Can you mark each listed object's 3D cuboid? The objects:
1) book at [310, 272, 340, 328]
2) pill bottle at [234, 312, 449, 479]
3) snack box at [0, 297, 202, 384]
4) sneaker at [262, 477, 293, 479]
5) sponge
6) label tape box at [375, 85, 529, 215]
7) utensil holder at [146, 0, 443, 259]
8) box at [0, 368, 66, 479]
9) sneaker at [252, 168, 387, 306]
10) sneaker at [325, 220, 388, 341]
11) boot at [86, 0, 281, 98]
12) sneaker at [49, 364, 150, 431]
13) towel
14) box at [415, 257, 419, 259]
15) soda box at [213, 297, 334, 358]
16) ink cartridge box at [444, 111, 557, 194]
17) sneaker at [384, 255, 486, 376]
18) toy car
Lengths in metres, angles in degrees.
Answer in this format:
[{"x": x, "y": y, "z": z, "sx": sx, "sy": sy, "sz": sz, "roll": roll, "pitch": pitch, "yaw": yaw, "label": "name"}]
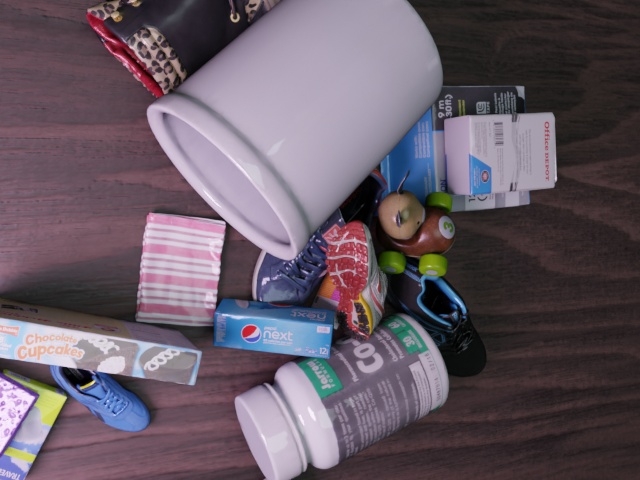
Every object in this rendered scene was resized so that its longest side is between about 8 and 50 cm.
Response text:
[{"x": 0.035, "y": 0.094, "z": 1.246, "sx": 0.035, "sy": 0.096, "sz": 0.144, "roll": 32, "pitch": 81, "yaw": -25, "label": "book"}, {"x": 0.040, "y": 0.292, "z": 1.202, "sx": 0.360, "sy": 0.204, "sz": 0.204, "roll": -22, "pitch": 102, "yaw": -22, "label": "pill bottle"}, {"x": -0.367, "y": 0.157, "z": 1.023, "sx": 0.321, "sy": 0.187, "sz": 0.060, "roll": 15, "pitch": 87, "yaw": -24, "label": "snack box"}, {"x": -0.095, "y": 0.589, "z": 1.232, "sx": 0.161, "sy": 0.102, "sz": 0.282, "roll": 33, "pitch": 81, "yaw": -35, "label": "sneaker"}, {"x": -0.559, "y": 0.239, "z": 0.998, "sx": 0.210, "sy": 0.031, "sz": 0.117, "roll": 32, "pitch": 81, "yaw": -5, "label": "sponge"}, {"x": 0.254, "y": -0.181, "z": 1.318, "sx": 0.347, "sy": 0.115, "sz": 0.249, "roll": -6, "pitch": 96, "yaw": -25, "label": "label tape box"}, {"x": -0.032, "y": -0.216, "z": 1.074, "sx": 0.385, "sy": 0.327, "sz": 0.328, "roll": -46, "pitch": 109, "yaw": -15, "label": "utensil holder"}, {"x": -0.506, "y": 0.313, "z": 1.051, "sx": 0.109, "sy": 0.042, "sz": 0.178, "roll": 29, "pitch": 81, "yaw": -22, "label": "box"}, {"x": 0.000, "y": 0.000, "z": 1.192, "sx": 0.131, "sy": 0.148, "sz": 0.350, "roll": 33, "pitch": 85, "yaw": -23, "label": "sneaker"}, {"x": 0.070, "y": 0.064, "z": 1.156, "sx": 0.092, "sy": 0.088, "sz": 0.225, "roll": -38, "pitch": 133, "yaw": -44, "label": "sneaker"}, {"x": -0.264, "y": -0.444, "z": 1.062, "sx": 0.284, "sy": 0.138, "sz": 0.377, "roll": -46, "pitch": 118, "yaw": -15, "label": "boot"}, {"x": -0.368, "y": 0.261, "z": 1.088, "sx": 0.069, "sy": 0.082, "sz": 0.209, "roll": -48, "pitch": 111, "yaw": -16, "label": "sneaker"}, {"x": -0.248, "y": 0.055, "z": 1.156, "sx": 0.144, "sy": 0.029, "sz": 0.197, "roll": 7, "pitch": 91, "yaw": -23, "label": "towel"}, {"x": 0.201, "y": -0.005, "z": 1.356, "sx": 0.067, "sy": 0.018, "sz": 0.083, "roll": -23, "pitch": 102, "yaw": -21, "label": "box"}, {"x": -0.082, "y": 0.156, "z": 1.160, "sx": 0.210, "sy": 0.071, "sz": 0.067, "roll": 7, "pitch": 108, "yaw": 3, "label": "soda box"}, {"x": 0.349, "y": -0.168, "z": 1.253, "sx": 0.203, "sy": 0.086, "sz": 0.148, "roll": -6, "pitch": 97, "yaw": -24, "label": "ink cartridge box"}, {"x": 0.248, "y": 0.173, "z": 1.317, "sx": 0.125, "sy": 0.139, "sz": 0.341, "roll": -47, "pitch": 115, "yaw": -12, "label": "sneaker"}, {"x": 0.163, "y": -0.042, "z": 1.155, "sx": 0.148, "sy": 0.188, "sz": 0.155, "roll": 3, "pitch": 67, "yaw": 15, "label": "toy car"}]
